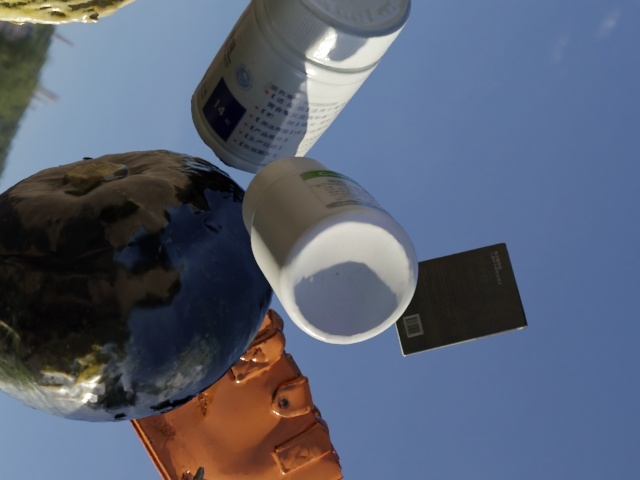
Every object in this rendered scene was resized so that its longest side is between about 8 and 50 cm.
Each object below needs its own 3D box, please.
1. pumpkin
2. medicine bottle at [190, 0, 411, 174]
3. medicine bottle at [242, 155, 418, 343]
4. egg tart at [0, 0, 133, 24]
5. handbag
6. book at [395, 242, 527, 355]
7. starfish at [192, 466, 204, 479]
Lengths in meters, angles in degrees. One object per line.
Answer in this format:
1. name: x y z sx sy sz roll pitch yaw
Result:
1. pumpkin: -0.283 0.059 1.650 0.454 0.455 0.344 -116 -164 -68
2. medicine bottle: -0.032 -0.253 1.627 0.332 0.190 0.190 -48 -159 47
3. medicine bottle: 0.000 0.000 1.190 0.139 0.139 0.237 -57 -158 7
4. egg tart: -0.313 -0.398 1.389 0.352 0.352 0.150 -62 175 -8
5. handbag: -0.157 0.299 2.048 0.304 0.410 0.116 -25 -154 -4
6. book: 0.238 0.103 2.093 0.024 0.228 0.160 106 -29 -83
7. starfish: -0.152 0.470 1.516 0.060 0.299 0.302 -9 -163 40
